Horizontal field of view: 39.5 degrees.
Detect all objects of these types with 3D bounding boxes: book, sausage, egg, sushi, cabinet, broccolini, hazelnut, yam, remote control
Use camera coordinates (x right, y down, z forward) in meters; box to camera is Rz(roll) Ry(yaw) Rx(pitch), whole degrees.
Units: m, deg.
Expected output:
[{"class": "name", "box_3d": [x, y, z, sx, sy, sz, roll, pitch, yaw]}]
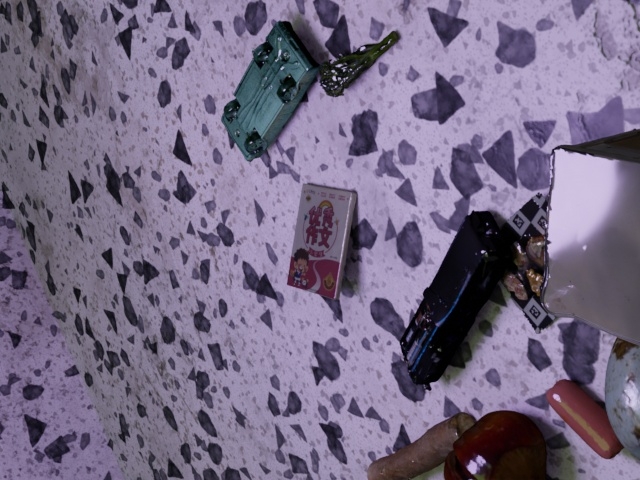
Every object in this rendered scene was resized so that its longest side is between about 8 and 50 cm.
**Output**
[{"class": "book", "box_3d": [0.000, 0.000, 1.917, 0.162, 0.022, 0.231, 14, 97, 45]}, {"class": "sausage", "box_3d": [0.453, 0.302, 1.519, 0.154, 0.062, 0.062, 47, 136, 27]}, {"class": "egg", "box_3d": [0.511, 0.228, 1.336, 0.169, 0.169, 0.231, -32, 66, 51]}, {"class": "sushi", "box_3d": [0.358, 0.046, 1.525, 0.192, 0.040, 0.210, 58, 147, 17]}, {"class": "cabinet", "box_3d": [0.496, -0.013, 1.136, 0.290, 0.318, 0.227, 19, 117, 45]}, {"class": "broccolini", "box_3d": [0.080, -0.337, 1.723, 0.203, 0.091, 0.068, -16, 136, 40]}, {"class": "hazelnut", "box_3d": [0.326, 0.407, 1.634, 0.178, 0.178, 0.203, 34, 111, 38]}, {"class": "yam", "box_3d": [0.207, 0.449, 1.866, 0.357, 0.081, 0.081, -44, 71, 48]}, {"class": "remote control", "box_3d": [0.239, 0.117, 1.677, 0.144, 0.062, 0.398, -111, 31, -42]}]

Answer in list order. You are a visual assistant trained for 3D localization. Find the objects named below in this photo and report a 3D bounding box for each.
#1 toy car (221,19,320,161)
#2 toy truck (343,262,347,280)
[{"class": "toy car", "box_3d": [-0.106, -0.311, 1.912, 0.141, 0.097, 0.320, 57, 139, 17]}, {"class": "toy truck", "box_3d": [0.004, 0.046, 1.963, 0.123, 0.052, 0.062, 29, 120, 42]}]
